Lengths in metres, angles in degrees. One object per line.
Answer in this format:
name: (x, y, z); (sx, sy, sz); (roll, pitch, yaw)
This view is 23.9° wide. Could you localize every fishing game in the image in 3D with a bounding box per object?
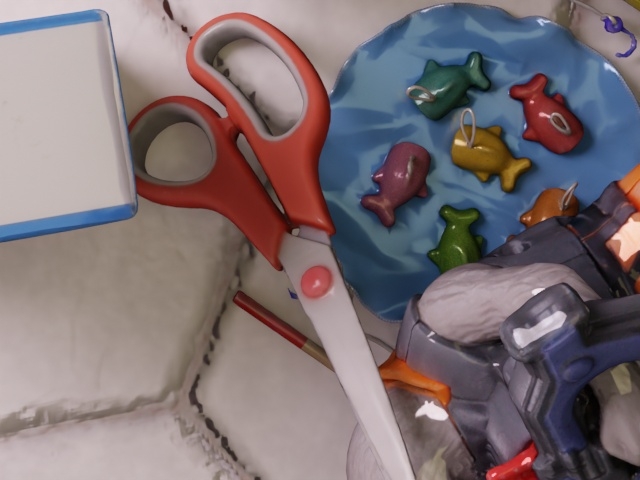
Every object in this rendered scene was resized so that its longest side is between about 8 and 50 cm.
fishing game: (0.086, -0.031, 0.780); (0.189, 0.041, 0.264); (36, 86, -7)

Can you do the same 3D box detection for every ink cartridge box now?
ink cartridge box: (-0.161, -0.043, 0.657); (0.148, 0.203, 0.086); (-11, 95, -9)

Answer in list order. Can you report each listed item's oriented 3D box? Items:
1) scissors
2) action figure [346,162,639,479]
scissors: (0.000, 0.000, 0.681); (0.109, 0.297, 0.021); (-43, 142, 2)
action figure: (0.153, 0.055, 0.735); (0.330, 0.178, 0.341); (-34, 140, -12)
